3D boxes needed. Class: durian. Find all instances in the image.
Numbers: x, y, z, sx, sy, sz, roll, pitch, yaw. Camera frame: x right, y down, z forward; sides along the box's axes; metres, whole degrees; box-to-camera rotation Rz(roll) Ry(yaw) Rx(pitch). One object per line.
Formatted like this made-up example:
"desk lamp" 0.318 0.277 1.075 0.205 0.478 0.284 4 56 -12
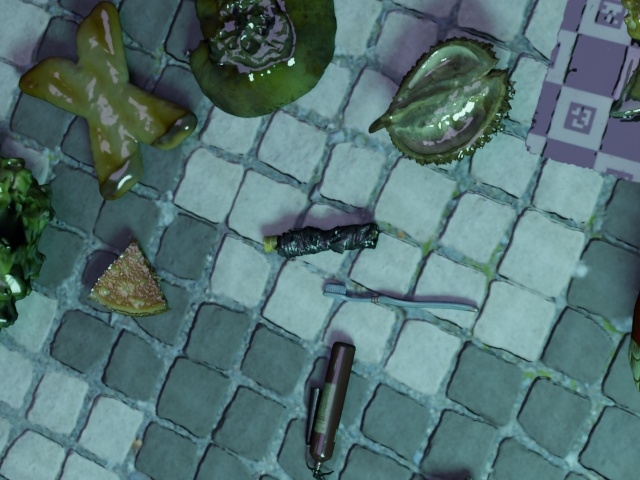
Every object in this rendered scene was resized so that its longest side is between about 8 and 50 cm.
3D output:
"durian" 0.144 -0.148 1.817 0.188 0.091 0.148 -15 72 20

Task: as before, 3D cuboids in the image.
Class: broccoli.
"broccoli" -0.491 -0.028 1.916 0.293 0.281 0.348 -12 91 19

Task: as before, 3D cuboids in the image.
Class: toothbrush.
"toothbrush" 0.094 0.070 1.865 0.193 0.013 0.019 7 82 19

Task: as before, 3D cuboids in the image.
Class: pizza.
"pizza" -0.227 0.061 1.966 0.099 0.029 0.100 38 102 7

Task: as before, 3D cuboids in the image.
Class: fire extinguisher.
"fire extinguisher" 0.004 0.206 1.882 0.049 0.035 0.173 12 89 14

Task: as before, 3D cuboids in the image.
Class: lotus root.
"lotus root" -0.083 -0.251 1.900 0.203 0.078 0.183 -28 80 17

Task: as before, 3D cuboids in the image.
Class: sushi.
"sushi" 0.436 -0.217 1.736 0.359 0.064 0.343 17 94 17

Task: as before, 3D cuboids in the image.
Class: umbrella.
"umbrella" 0.000 0.000 1.885 0.143 0.040 0.037 -6 96 19

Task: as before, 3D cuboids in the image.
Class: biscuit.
"biscuit" -0.265 -0.173 1.970 0.164 0.047 0.208 -40 78 12

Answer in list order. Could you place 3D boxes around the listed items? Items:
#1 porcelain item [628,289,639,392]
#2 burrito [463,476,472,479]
"porcelain item" 0.437 0.108 1.642 0.252 0.253 0.253 0 88 18
"burrito" 0.135 0.418 1.822 0.104 0.054 0.288 -1 88 18
